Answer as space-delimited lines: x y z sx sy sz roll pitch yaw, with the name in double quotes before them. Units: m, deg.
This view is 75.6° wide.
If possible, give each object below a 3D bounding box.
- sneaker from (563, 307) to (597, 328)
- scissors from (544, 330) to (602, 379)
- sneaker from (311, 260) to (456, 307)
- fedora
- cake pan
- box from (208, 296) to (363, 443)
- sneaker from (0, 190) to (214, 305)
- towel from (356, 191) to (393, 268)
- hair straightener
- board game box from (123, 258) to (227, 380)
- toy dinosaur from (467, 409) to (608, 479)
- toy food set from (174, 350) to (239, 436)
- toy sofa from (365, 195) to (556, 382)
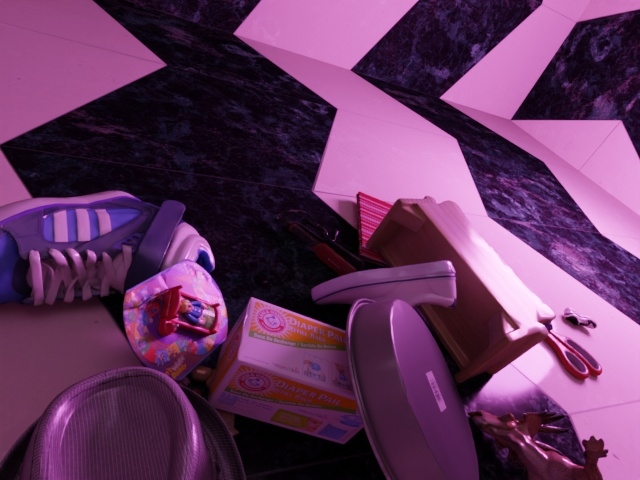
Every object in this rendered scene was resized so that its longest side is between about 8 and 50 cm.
"sneaker" 0.660 0.207 1.052 0.083 0.031 0.037 28 48 13
"scissors" 0.519 0.204 0.976 0.109 0.021 0.297 -11 47 -38
"sneaker" 0.110 0.099 0.727 0.094 0.259 0.091 38 43 -70
"fedora" -0.183 0.230 0.385 0.244 0.124 0.275 -1 42 -24
"cake pan" 0.130 0.206 0.550 0.293 0.054 0.293 49 25 -32
"box" -0.030 0.178 0.557 0.203 0.114 0.103 22 34 -15
"sneaker" -0.296 0.040 0.573 0.237 0.130 0.323 29 29 13
"towel" 0.180 -0.014 1.039 0.199 0.031 0.274 20 36 -12
"hair straightener" 0.000 0.000 0.903 0.231 0.047 0.089 33 34 19
"board game box" -0.173 0.098 0.548 0.133 0.033 0.169 65 29 -8
"toy dinosaur" 0.362 0.361 0.587 0.295 0.127 0.200 56 6 14
"toy food set" -0.161 0.207 0.539 0.078 0.019 0.122 -2 50 -34
"toy sofa" 0.270 0.082 0.836 0.177 0.150 0.362 -5 50 -36
